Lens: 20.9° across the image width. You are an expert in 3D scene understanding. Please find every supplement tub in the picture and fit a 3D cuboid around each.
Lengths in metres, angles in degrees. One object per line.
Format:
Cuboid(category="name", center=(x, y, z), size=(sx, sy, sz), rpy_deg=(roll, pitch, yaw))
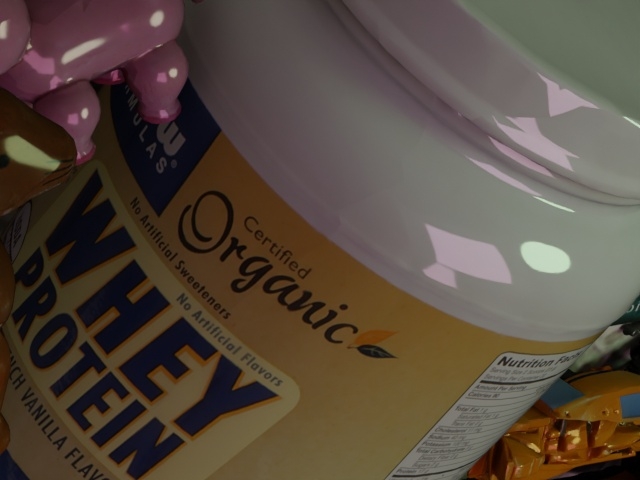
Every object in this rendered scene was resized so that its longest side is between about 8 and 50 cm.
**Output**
Cuboid(category="supplement tub", center=(0.000, 0.000, 0.736), size=(0.228, 0.228, 0.316), rpy_deg=(10, 130, -41))

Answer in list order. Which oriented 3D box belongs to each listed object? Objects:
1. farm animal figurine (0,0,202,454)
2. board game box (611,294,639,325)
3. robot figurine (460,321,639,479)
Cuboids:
Cuboid(category="farm animal figurine", center=(-0.201, -0.084, 0.538), size=(0.327, 0.330, 0.172), rpy_deg=(-3, 130, -2))
Cuboid(category="board game box", center=(0.228, -0.006, 1.075), size=(0.186, 0.026, 0.126), rpy_deg=(-9, 133, -29))
Cuboid(category="robot figurine", center=(0.188, 0.158, 1.140), size=(0.291, 0.085, 0.211), rpy_deg=(-5, 120, -36))
